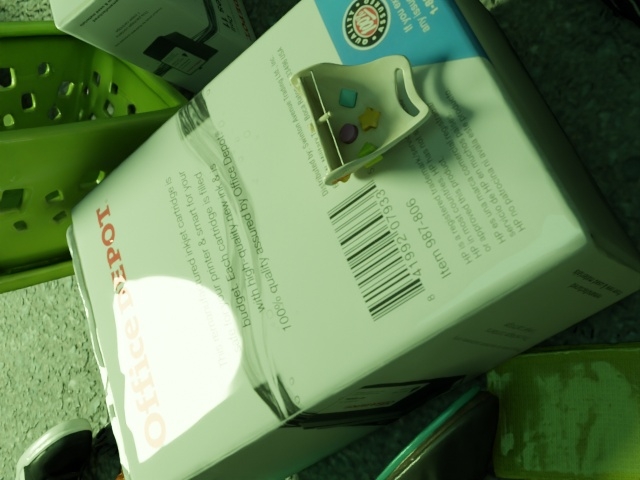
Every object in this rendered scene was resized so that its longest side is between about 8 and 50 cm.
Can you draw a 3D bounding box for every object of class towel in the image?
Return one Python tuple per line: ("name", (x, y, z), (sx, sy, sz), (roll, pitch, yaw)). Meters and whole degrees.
("towel", (0.232, 0.123, 0.533), (0.237, 0.021, 0.102), (-8, 77, 33))

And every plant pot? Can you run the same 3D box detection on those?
("plant pot", (-0.292, -0.085, 0.782), (0.228, 0.227, 0.207), (42, 131, 30))

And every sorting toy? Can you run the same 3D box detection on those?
("sorting toy", (0.030, -0.081, 0.481), (0.075, 0.045, 0.083), (-27, 63, 19))

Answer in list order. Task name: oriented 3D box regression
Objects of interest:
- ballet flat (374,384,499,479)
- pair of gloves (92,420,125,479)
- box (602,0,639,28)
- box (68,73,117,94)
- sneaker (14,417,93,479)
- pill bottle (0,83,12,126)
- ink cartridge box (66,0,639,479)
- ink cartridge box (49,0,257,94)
("ballet flat", (0.060, 0.226, 0.598), (0.280, 0.095, 0.096), (-48, 70, 30))
("pair of gloves", (-0.216, 0.234, 0.822), (0.074, 0.010, 0.083), (-42, 61, 22))
("box", (0.185, -0.492, 0.501), (0.480, 0.297, 0.472), (-51, 57, 16))
("box", (-0.255, -0.252, 0.913), (0.162, 0.029, 0.116), (-47, 62, 20))
("sneaker", (-0.286, 0.301, 0.824), (0.121, 0.079, 0.217), (50, 118, 25))
("pill bottle", (-0.498, -0.169, 0.981), (0.283, 0.161, 0.161), (35, 102, 32))
("ink cartridge box", (0.000, 0.000, 0.612), (0.394, 0.166, 0.286), (-35, 60, 25))
("ink cartridge box", (-0.165, -0.249, 0.745), (0.086, 0.208, 0.153), (-30, 68, 23))
